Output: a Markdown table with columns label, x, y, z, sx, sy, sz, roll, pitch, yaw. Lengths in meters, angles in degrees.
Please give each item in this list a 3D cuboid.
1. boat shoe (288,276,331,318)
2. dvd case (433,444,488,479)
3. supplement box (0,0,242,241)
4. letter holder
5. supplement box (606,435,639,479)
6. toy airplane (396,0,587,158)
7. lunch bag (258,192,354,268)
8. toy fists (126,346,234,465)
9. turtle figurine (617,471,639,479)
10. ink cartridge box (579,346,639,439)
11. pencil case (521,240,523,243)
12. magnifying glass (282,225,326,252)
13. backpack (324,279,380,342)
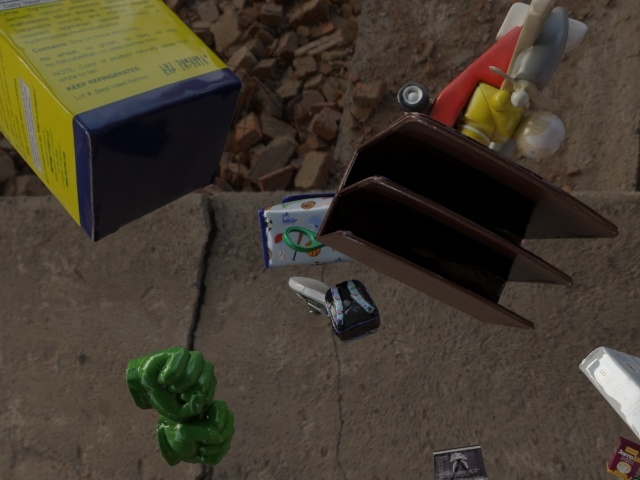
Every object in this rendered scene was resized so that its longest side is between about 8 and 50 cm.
| label | x | y | z | sx | sy | sz | roll | pitch | yaw |
| --- | --- | --- | --- | --- | --- | --- | --- | --- | --- |
| boat shoe | -0.002 | 0.241 | 1.818 | 0.335 | 0.121 | 0.119 | 23 | 109 | 37 |
| dvd case | 0.454 | 0.743 | 1.529 | 0.164 | 0.221 | 0.018 | -15 | 92 | 13 |
| supplement box | -0.299 | -0.213 | 0.577 | 0.356 | 0.195 | 0.194 | 47 | 52 | 10 |
| letter holder | 0.179 | -0.008 | 0.598 | 0.301 | 0.214 | 0.152 | 26 | 82 | -12 |
| supplement box | 0.737 | 0.528 | 1.128 | 0.055 | 0.043 | 0.083 | 21 | 105 | 27 |
| toy airplane | 0.365 | -0.277 | 0.892 | 0.272 | 0.386 | 0.384 | 50 | 136 | 17 |
| lunch bag | 0.001 | -0.046 | 1.624 | 0.327 | 0.385 | 0.239 | -3 | 94 | 14 |
| toy fists | -0.254 | 0.323 | 0.892 | 0.142 | 0.096 | 0.279 | -15 | 114 | -1 |
| turtle figurine | 0.927 | 0.727 | 1.349 | 0.234 | 0.175 | 0.118 | -1 | 58 | -19 |
| ink cartridge box | 0.832 | 0.435 | 1.074 | 0.091 | 0.308 | 0.385 | -57 | 32 | 24 |
| pencil case | 0.550 | 0.037 | 1.630 | 0.284 | 0.124 | 0.124 | -34 | 69 | 34 |
| magnifying glass | 0.000 | 0.000 | 1.330 | 0.026 | 0.230 | 0.092 | -61 | 37 | 33 |
| backpack | 0.098 | 0.221 | 1.512 | 0.158 | 0.117 | 0.173 | -23 | 51 | -3 |
